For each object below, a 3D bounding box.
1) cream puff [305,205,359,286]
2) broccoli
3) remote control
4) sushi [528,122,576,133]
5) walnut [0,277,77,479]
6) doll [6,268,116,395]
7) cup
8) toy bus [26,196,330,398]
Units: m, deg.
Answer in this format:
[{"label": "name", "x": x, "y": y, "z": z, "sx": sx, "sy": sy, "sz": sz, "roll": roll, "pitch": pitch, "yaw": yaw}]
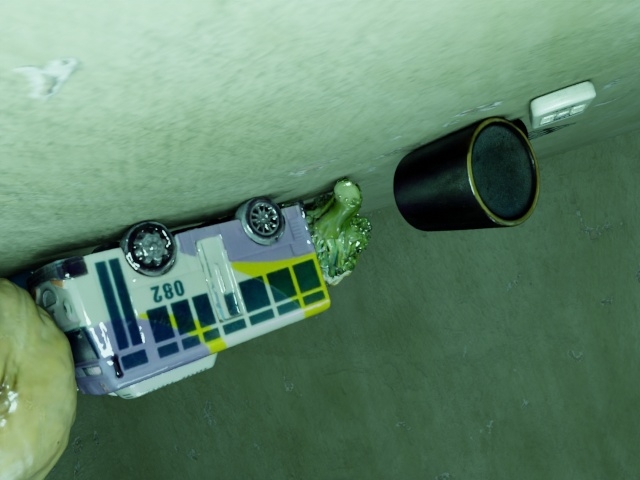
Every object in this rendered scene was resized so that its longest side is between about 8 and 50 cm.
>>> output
[{"label": "cream puff", "x": 0.004, "y": -0.004, "z": 1.580, "sx": 0.195, "sy": 0.194, "sz": 0.221, "roll": -17, "pitch": 152, "yaw": 26}, {"label": "broccoli", "x": -0.001, "y": -0.054, "z": 1.273, "sx": 0.199, "sy": 0.177, "sz": 0.275, "roll": 17, "pitch": 156, "yaw": 16}, {"label": "remote control", "x": 0.358, "y": -0.200, "z": 0.946, "sx": 0.087, "sy": 0.029, "sz": 0.190, "roll": -18, "pitch": 178, "yaw": 17}, {"label": "sushi", "x": 0.459, "y": -0.211, "z": 1.539, "sx": 0.192, "sy": 0.043, "sz": 0.279, "roll": -16, "pitch": 179, "yaw": -37}, {"label": "walnut", "x": -0.514, "y": 0.213, "z": 0.849, "sx": 0.381, "sy": 0.381, "sz": 0.381, "roll": -17, "pitch": 179, "yaw": 0}, {"label": "doll", "x": -0.478, "y": 0.175, "z": 1.167, "sx": 0.284, "sy": 0.240, "sz": 0.310, "roll": 9, "pitch": 180, "yaw": 30}, {"label": "cup", "x": 0.254, "y": -0.099, "z": 1.029, "sx": 0.239, "sy": 0.166, "sz": 0.177, "roll": -14, "pitch": -179, "yaw": -36}, {"label": "toy bus", "x": -0.222, "y": 0.092, "z": 1.053, "sx": 0.440, "sy": 0.249, "sz": 0.209, "roll": -16, "pitch": 179, "yaw": -39}]
